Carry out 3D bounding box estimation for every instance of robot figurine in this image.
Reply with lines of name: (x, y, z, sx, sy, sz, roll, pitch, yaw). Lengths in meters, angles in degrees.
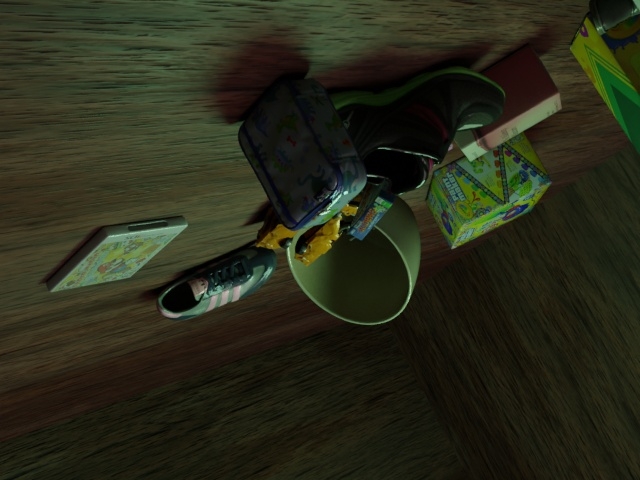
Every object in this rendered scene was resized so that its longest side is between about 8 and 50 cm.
robot figurine: (-0.017, -0.056, 2.003, 0.211, 0.085, 0.291, 22, 138, -23)

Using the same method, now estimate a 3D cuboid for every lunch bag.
lunch bag: (-0.034, -0.136, 1.461, 0.090, 0.219, 0.176, -14, 162, -44)

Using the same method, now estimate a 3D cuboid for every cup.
cup: (0.115, 0.006, 2.217, 0.331, 0.331, 0.237, -40, -174, 44)

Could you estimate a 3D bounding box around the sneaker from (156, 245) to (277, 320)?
sneaker: (-0.256, 0.108, 2.207, 0.319, 0.112, 0.131, -30, 170, 6)

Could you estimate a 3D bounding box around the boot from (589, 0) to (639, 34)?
boot: (0.630, -0.469, 1.715, 0.208, 0.076, 0.189, -12, -161, 35)

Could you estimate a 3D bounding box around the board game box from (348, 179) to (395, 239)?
board game box: (0.127, -0.112, 1.834, 0.136, 0.035, 0.201, -52, -169, 47)

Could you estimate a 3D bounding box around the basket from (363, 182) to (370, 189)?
basket: (0.029, -0.146, 1.810, 0.167, 0.103, 0.113, -20, 165, -30)

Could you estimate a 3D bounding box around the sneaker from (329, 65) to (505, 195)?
sneaker: (0.162, -0.189, 1.689, 0.483, 0.202, 0.185, -20, 166, -31)

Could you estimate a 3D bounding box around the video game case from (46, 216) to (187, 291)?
video game case: (-0.402, 0.028, 1.788, 0.227, 0.026, 0.206, -37, 164, 36)

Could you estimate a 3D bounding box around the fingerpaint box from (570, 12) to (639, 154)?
fingerpaint box: (0.823, -0.383, 1.895, 0.445, 0.371, 0.163, -27, 165, -6)

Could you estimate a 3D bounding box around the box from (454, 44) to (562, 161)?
box: (0.379, -0.287, 1.917, 0.232, 0.127, 0.148, -31, 167, 13)

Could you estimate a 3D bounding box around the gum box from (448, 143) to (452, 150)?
gum box: (0.188, -0.192, 1.963, 0.107, 0.062, 0.188, -17, 176, -37)

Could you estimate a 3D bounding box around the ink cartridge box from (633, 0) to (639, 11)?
ink cartridge box: (0.677, -0.498, 1.524, 0.273, 0.114, 0.198, -26, 167, -6)

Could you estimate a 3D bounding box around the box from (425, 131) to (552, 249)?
box: (0.469, -0.139, 2.572, 0.279, 0.177, 0.290, -26, 167, -4)
